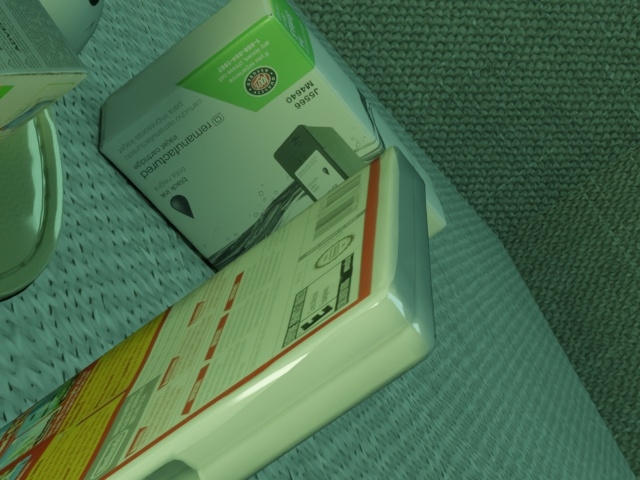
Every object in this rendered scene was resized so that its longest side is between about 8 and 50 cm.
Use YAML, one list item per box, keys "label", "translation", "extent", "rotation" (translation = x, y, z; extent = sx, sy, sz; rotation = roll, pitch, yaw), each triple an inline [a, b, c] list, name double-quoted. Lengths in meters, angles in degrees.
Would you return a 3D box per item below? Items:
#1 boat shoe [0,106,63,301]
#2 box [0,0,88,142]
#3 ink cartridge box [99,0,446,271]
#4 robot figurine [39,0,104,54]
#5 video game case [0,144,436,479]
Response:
- label: "boat shoe"
  translation: [-0.251, -0.093, 0.743]
  extent: [0.340, 0.127, 0.113]
  rotation: [50, -28, 13]
- label: "box"
  translation: [-0.214, -0.050, 0.527]
  extent: [0.114, 0.203, 0.103]
  rotation: [56, 12, -1]
- label: "ink cartridge box"
  translation: [-0.041, -0.071, 1.262]
  extent: [0.273, 0.198, 0.115]
  rotation: [48, 14, -26]
- label: "robot figurine"
  translation: [-0.259, -0.222, 0.898]
  extent: [0.278, 0.173, 0.209]
  rotation: [56, 30, 10]
- label: "video game case"
  translation: [-0.082, 0.075, 0.481]
  extent: [0.025, 0.285, 0.204]
  rotation: [53, 12, -10]
